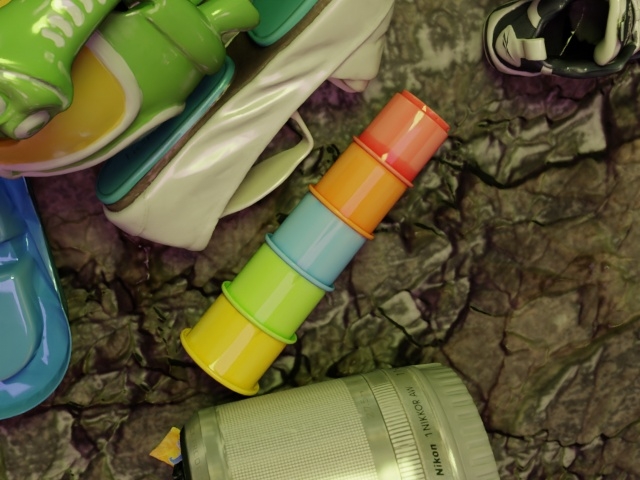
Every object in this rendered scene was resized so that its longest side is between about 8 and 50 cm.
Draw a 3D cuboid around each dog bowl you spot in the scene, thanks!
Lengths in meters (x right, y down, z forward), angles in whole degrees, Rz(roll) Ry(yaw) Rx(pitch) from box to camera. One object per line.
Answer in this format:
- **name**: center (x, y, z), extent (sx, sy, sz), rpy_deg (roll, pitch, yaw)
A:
- **dog bowl**: center (-0.328, 0.018, 0.893), extent (0.165, 0.074, 0.297), rpy_deg (-13, 105, -1)

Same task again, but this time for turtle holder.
- **turtle holder**: center (-0.191, -0.153, 0.730), extent (0.227, 0.320, 0.243), rpy_deg (-47, 139, 3)

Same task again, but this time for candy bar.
- **candy bar**: center (-0.100, 0.249, 1.000), extent (0.161, 0.018, 0.040), rpy_deg (36, 100, -11)

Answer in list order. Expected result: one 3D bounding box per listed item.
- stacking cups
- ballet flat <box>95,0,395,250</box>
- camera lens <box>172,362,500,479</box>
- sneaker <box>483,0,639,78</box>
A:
- **stacking cups**: center (0.000, 0.000, 0.900), extent (0.096, 0.096, 0.316), rpy_deg (38, 99, -13)
- **ballet flat**: center (-0.033, -0.146, 0.858), extent (0.139, 0.139, 0.400), rpy_deg (41, 102, -13)
- **camera lens**: center (0.010, 0.243, 0.895), extent (0.274, 0.219, 0.220), rpy_deg (-11, 105, -8)
- **sneaker**: center (0.270, -0.195, 0.841), extent (0.234, 0.153, 0.094), rpy_deg (-9, 107, -2)
